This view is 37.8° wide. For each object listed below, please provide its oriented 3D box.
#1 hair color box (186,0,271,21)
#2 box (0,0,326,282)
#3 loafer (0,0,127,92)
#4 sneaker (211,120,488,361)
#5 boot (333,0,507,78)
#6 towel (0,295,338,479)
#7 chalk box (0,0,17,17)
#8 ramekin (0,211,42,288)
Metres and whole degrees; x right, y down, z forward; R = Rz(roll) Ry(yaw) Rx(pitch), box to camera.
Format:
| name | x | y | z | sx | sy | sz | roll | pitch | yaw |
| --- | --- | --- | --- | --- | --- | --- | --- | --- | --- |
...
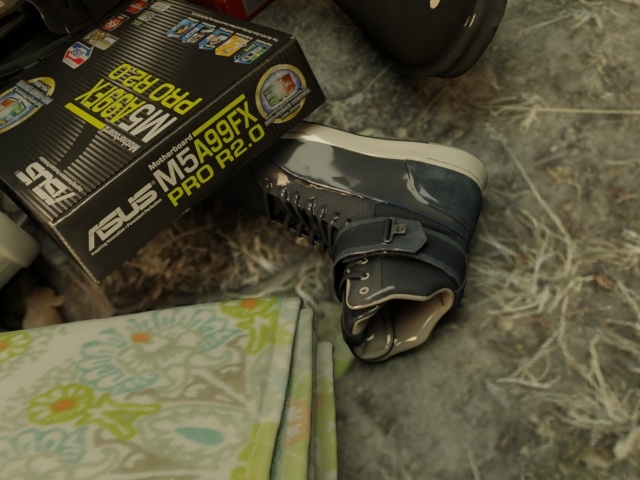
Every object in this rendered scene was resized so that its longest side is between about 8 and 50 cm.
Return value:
| name | x | y | z | sx | sy | sz | roll | pitch | yaw |
| --- | --- | --- | --- | --- | --- | --- | --- | --- | --- |
| hair color box | -0.109 | -0.265 | 0.904 | 0.141 | 0.043 | 0.072 | 36 | 70 | 29 |
| box | -0.155 | -0.100 | 0.738 | 0.216 | 0.060 | 0.270 | -39 | 37 | -15 |
| loafer | -0.243 | -0.194 | 0.860 | 0.076 | 0.078 | 0.223 | 30 | 67 | 28 |
| sneaker | 0.000 | -0.001 | 0.684 | 0.226 | 0.086 | 0.163 | 6 | 56 | 13 |
| boot | -0.114 | -0.280 | 0.732 | 0.445 | 0.146 | 0.367 | 5 | 38 | -27 |
| towel | -0.170 | 0.158 | 0.541 | 0.374 | 0.090 | 0.320 | -8 | 25 | 5 |
| chalk box | -0.351 | -0.279 | 0.886 | 0.213 | 0.132 | 0.132 | -32 | 37 | -12 |
| ramekin | -0.323 | -0.016 | 0.690 | 0.207 | 0.207 | 0.109 | 31 | 76 | 26 |
